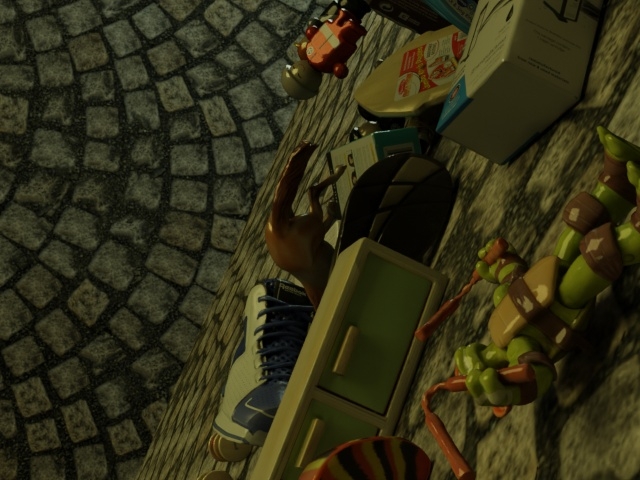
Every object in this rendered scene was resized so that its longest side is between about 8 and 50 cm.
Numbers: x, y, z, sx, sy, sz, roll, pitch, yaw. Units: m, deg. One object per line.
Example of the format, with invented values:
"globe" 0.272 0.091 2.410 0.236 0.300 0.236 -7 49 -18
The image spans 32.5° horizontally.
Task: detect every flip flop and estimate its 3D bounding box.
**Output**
"flip flop" 0.067 0.029 1.239 0.080 0.112 0.277 89 -162 -78

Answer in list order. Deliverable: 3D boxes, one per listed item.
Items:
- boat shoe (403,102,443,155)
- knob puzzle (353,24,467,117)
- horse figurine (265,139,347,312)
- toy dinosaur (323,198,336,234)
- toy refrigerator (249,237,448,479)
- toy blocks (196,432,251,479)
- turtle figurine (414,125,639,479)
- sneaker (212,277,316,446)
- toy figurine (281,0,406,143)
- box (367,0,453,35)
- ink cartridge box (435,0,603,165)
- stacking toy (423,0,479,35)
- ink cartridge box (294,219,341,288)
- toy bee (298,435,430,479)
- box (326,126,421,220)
"boat shoe" 0.131 -0.139 1.445 0.045 0.050 0.135 -109 35 -72
"knob puzzle" 0.134 -0.210 1.417 0.213 0.030 0.213 -24 33 16
"horse figurine" 0.000 0.000 1.276 0.066 0.263 0.174 5 57 33
"toy dinosaur" -0.020 -0.009 1.945 0.112 0.064 0.211 -50 10 -31
"toy refrigerator" 0.030 0.142 1.103 0.270 0.102 0.094 -67 10 -18
"toy blocks" -0.163 0.359 1.747 0.123 0.054 0.148 -67 10 -16
"turtle figurine" 0.153 0.042 0.726 0.217 0.087 0.269 -53 5 22
"sneaker" -0.059 0.145 1.386 0.315 0.127 0.182 -139 61 -79
"toy figurine" 0.054 -0.243 1.615 0.148 0.213 0.209 -46 17 21
"box" 0.214 -0.464 1.547 0.191 0.143 0.381 -68 8 -23
"ink cartridge box" 0.202 -0.199 1.078 0.148 0.085 0.203 -49 19 60
"stacking toy" 0.235 -0.389 1.293 0.302 0.175 0.166 -49 20 10
"ink cartridge box" 0.012 0.110 1.506 0.181 0.056 0.225 130 144 -57
"toy bee" -0.024 0.277 0.875 0.195 0.162 0.298 -53 15 45
"box" 0.070 -0.083 1.434 0.244 0.060 0.101 177 83 -77
